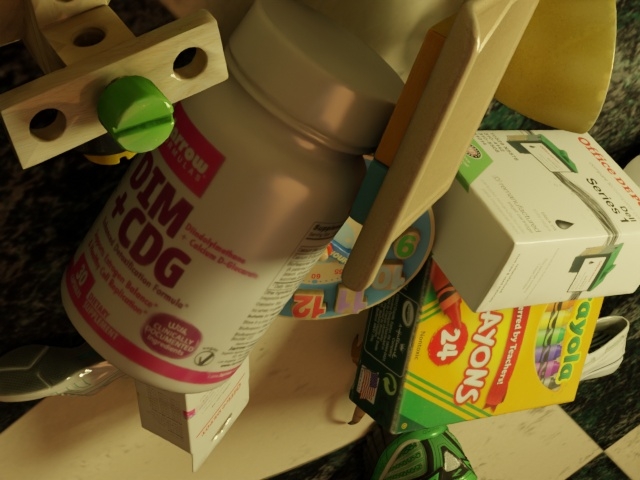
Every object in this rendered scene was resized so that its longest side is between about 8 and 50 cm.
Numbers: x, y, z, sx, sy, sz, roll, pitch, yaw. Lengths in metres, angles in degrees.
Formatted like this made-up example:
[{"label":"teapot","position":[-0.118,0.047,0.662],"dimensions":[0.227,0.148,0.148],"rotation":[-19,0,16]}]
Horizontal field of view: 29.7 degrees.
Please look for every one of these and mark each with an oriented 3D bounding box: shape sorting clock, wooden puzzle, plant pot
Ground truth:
[{"label":"shape sorting clock","position":[0.000,0.000,1.075],"dimensions":[0.206,0.040,0.206],"rotation":[-4,137,-4]},{"label":"wooden puzzle","position":[0.090,-0.099,0.879],"dimensions":[0.239,0.044,0.221],"rotation":[-48,164,-57]},{"label":"plant pot","position":[0.181,-0.161,1.013],"dimensions":[0.095,0.134,0.134],"rotation":[5,136,-5]}]

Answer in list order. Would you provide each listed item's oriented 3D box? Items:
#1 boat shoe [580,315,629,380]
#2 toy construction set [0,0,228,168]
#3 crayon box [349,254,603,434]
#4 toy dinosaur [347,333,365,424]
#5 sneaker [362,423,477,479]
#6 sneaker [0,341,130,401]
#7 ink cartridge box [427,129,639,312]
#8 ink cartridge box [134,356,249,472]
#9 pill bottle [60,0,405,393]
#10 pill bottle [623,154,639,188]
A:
[{"label":"boat shoe","position":[0.297,0.140,1.498],"dimensions":[0.226,0.083,0.076],"rotation":[-17,131,-41]},{"label":"toy construction set","position":[-0.180,-0.159,0.619],"dimensions":[0.308,0.237,0.257],"rotation":[-4,135,-34]},{"label":"crayon box","position":[0.195,0.080,1.281],"dimensions":[0.318,0.081,0.202],"rotation":[-5,115,-36]},{"label":"toy dinosaur","position":[0.072,0.153,1.336],"dimensions":[0.112,0.064,0.211],"rotation":[14,124,-48]},{"label":"sneaker","position":[0.105,0.361,1.535],"dimensions":[0.134,0.146,0.343],"rotation":[-16,142,-24]},{"label":"sneaker","position":[-0.224,0.120,1.074],"dimensions":[0.152,0.054,0.061],"rotation":[-13,143,-27]},{"label":"ink cartridge box","position":[0.202,-0.025,1.145],"dimensions":[0.219,0.160,0.093],"rotation":[-5,136,-35]},{"label":"ink cartridge box","position":[-0.117,0.120,1.112],"dimensions":[0.104,0.061,0.181],"rotation":[-52,157,-36]},{"label":"pill bottle","position":[-0.065,-0.034,0.920],"dimensions":[0.160,0.160,0.283],"rotation":[12,122,-45]},{"label":"pill bottle","position":[0.474,-0.039,1.322],"dimensions":[0.323,0.181,0.181],"rotation":[-2,134,-36]}]
